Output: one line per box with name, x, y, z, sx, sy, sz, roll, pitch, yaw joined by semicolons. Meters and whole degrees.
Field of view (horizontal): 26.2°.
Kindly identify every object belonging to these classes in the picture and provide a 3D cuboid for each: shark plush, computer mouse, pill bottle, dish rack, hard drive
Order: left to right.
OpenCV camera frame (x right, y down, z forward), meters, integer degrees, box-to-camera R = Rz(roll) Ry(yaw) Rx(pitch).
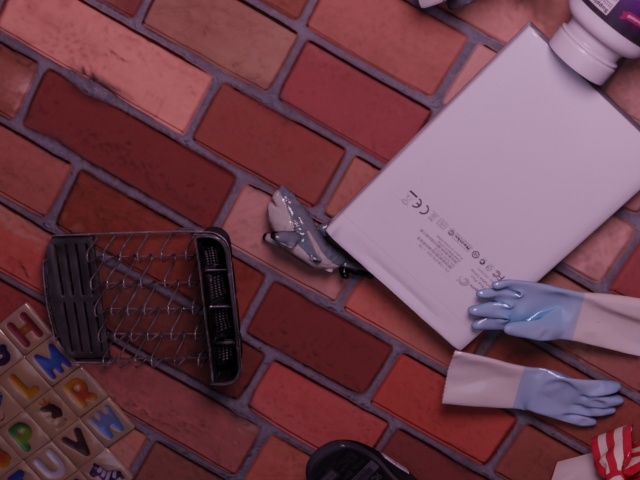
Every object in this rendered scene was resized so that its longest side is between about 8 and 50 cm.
dish rack;-0.234;0.081;1.782;0.271;0.074;0.208;-1;109;11
shark plush;0.000;0.000;1.721;0.161;0.073;0.067;31;82;3
computer mouse;0.069;0.371;1.843;0.262;0.060;0.184;33;108;-15
hard drive;0.209;-0.058;1.659;0.233;0.047;0.353;42;112;-9
pill bottle;0.345;-0.271;1.526;0.108;0.108;0.193;37;112;-4

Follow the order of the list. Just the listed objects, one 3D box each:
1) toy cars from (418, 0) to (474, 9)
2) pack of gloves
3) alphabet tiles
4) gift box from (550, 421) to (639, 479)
toy cars;0.242;-0.412;1.510;0.176;0.087;0.394;33;116;2
pack of gloves;0.282;0.149;1.700;0.232;0.046;0.195;9;117;-4
alphabet tiles;-0.432;0.249;1.913;0.285;0.011;0.342;-36;100;20
gift box;0.424;0.370;1.674;0.276;0.255;0.258;-23;106;24
